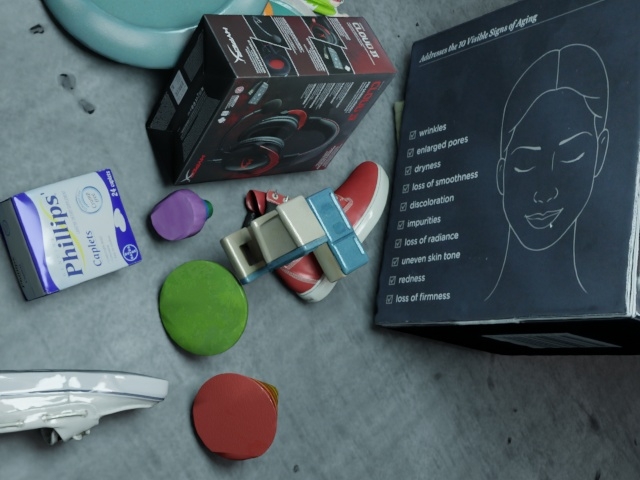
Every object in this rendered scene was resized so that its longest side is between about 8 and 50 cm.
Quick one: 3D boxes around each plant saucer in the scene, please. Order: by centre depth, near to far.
[{"bbox_3d":[-0.212,-0.379,1.273,0.317,0.044,0.318,2,79,-11],"label":"plant saucer"}]

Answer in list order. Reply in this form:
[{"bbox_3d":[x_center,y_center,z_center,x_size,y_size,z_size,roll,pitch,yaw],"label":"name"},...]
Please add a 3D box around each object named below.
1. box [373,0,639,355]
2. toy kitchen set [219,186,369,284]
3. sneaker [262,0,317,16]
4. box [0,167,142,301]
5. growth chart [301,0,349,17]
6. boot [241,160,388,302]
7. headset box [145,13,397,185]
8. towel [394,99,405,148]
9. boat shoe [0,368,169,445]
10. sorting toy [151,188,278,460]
[{"bbox_3d":[0.357,-0.086,1.419,0.297,0.480,0.472,15,76,-34],"label":"box"},{"bbox_3d":[0.000,0.000,1.270,0.207,0.166,0.122,-29,91,-42],"label":"toy kitchen set"},{"bbox_3d":[-0.127,-0.309,1.379,0.302,0.108,0.121,28,68,-22],"label":"sneaker"},{"bbox_3d":[-0.309,-0.008,1.207,0.137,0.072,0.126,-22,96,-37],"label":"box"},{"bbox_3d":[-0.028,-0.466,1.527,0.172,0.021,0.237,6,79,-36],"label":"growth chart"},{"bbox_3d":[-0.011,-0.057,1.438,0.176,0.088,0.244,43,64,-23],"label":"boot"},{"bbox_3d":[-0.055,-0.191,1.326,0.293,0.218,0.110,-9,61,-39],"label":"headset box"},{"bbox_3d":[0.246,-0.070,1.666,0.312,0.056,0.324,2,84,-34],"label":"towel"},{"bbox_3d":[-0.308,0.198,1.164,0.267,0.096,0.088,5,84,-36],"label":"boat shoe"},{"bbox_3d":[-0.126,0.105,1.334,0.126,0.127,0.366,-19,92,-67],"label":"sorting toy"}]
